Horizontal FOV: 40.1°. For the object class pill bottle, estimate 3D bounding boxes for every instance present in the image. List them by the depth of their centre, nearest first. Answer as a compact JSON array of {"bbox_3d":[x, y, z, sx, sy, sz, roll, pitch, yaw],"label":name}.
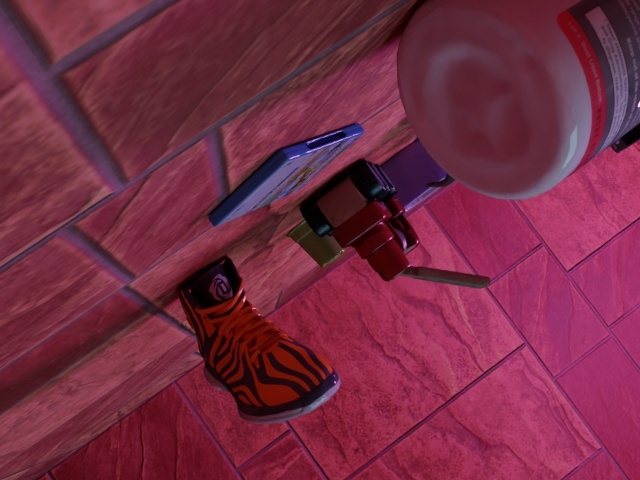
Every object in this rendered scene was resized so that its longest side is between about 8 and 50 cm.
[{"bbox_3d":[0.231,-0.178,0.750,0.318,0.176,0.176,-33,174,-30],"label":"pill bottle"}]

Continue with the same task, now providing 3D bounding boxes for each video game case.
[{"bbox_3d":[-0.032,-0.071,0.918,0.119,0.015,0.166,-40,174,33],"label":"video game case"}]

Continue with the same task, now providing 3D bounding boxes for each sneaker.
[{"bbox_3d":[-0.106,0.125,1.168,0.124,0.180,0.321,-32,-160,-28],"label":"sneaker"}]

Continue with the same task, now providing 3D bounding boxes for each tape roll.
[{"bbox_3d":[0.162,-0.111,1.516,0.189,0.080,0.189,-35,175,-3],"label":"tape roll"}]

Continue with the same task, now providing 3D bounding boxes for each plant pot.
[{"bbox_3d":[0.000,0.000,1.454,0.083,0.079,0.083,-35,175,-4],"label":"plant pot"}]

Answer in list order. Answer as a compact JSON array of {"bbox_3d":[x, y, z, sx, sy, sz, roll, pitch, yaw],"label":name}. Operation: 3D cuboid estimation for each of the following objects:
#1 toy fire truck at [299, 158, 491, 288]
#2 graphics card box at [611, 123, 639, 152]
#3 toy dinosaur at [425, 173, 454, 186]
[{"bbox_3d":[0.116,0.003,1.292,0.158,0.246,0.217,-36,175,10],"label":"toy fire truck"},{"bbox_3d":[0.657,-0.353,1.738,0.094,0.233,0.371,-34,174,-28],"label":"graphics card box"},{"bbox_3d":[0.225,-0.185,1.225,0.160,0.121,0.313,-12,163,-48],"label":"toy dinosaur"}]
